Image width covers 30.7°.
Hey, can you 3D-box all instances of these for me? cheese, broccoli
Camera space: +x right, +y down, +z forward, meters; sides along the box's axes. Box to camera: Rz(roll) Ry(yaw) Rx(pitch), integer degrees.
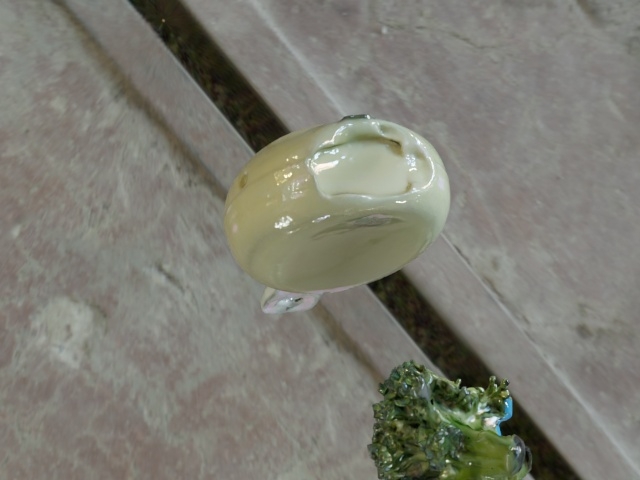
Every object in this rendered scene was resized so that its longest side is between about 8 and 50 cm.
[{"bbox_3d":[0.000,0.000,0.746,0.137,0.227,0.064,-2,66,-15],"label":"cheese"},{"bbox_3d":[0.124,0.181,1.018,0.154,0.160,0.167,-14,98,-38],"label":"broccoli"}]
